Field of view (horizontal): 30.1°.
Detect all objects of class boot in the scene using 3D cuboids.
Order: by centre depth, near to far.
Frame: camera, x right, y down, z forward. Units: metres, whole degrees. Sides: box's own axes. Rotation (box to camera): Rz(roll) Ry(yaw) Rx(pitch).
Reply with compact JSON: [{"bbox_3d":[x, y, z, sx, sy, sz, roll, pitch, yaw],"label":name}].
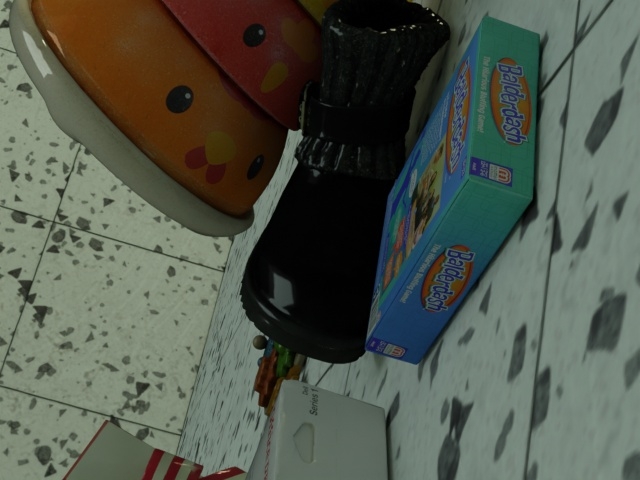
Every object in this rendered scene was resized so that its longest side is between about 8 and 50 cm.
[{"bbox_3d":[0.027,-0.074,1.119,0.348,0.131,0.260,-85,14,-59],"label":"boot"}]

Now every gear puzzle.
[{"bbox_3d":[-0.058,0.162,1.541,0.339,0.044,0.175,-99,27,-73],"label":"gear puzzle"}]

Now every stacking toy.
[{"bbox_3d":[-0.057,-0.271,1.262,0.480,0.350,0.350,-43,15,11],"label":"stacking toy"}]

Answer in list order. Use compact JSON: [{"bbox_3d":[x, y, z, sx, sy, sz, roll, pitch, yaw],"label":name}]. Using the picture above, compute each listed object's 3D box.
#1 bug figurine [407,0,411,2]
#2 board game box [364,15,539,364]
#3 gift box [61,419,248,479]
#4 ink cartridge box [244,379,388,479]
[{"bbox_3d":[0.124,-0.438,1.430,0.216,0.072,0.279,170,117,-81],"label":"bug figurine"},{"bbox_3d":[0.094,-0.032,0.864,0.210,0.047,0.160,116,169,-51],"label":"board game box"},{"bbox_3d":[-0.188,0.375,1.303,0.258,0.276,0.255,111,-175,-51],"label":"gift box"},{"bbox_3d":[-0.023,0.245,0.931,0.160,0.092,0.219,-88,17,-61],"label":"ink cartridge box"}]
